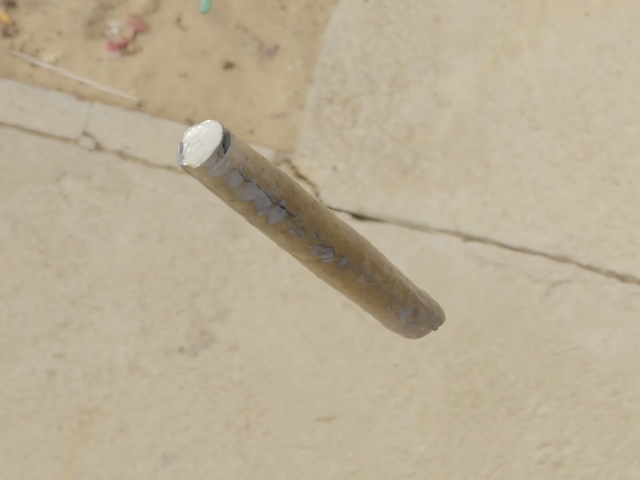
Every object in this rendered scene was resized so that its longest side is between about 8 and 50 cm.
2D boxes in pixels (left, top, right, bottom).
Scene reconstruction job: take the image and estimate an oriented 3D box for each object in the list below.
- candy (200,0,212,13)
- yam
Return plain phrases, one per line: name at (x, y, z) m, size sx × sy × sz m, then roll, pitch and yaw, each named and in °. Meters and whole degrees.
candy at (-0.068, -0.261, 1.153) m, size 0.060 × 0.060 × 0.201 m, roll 13°, pitch 99°, yaw 24°
yam at (0.000, 0.000, 1.165) m, size 0.046 × 0.264 × 0.046 m, roll -28°, pitch 41°, yaw 28°
